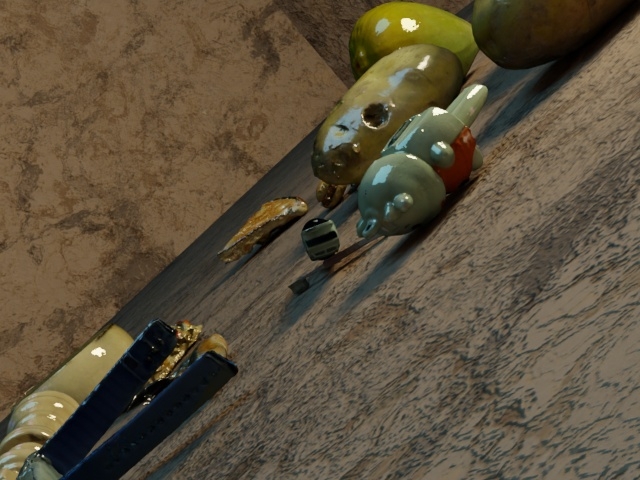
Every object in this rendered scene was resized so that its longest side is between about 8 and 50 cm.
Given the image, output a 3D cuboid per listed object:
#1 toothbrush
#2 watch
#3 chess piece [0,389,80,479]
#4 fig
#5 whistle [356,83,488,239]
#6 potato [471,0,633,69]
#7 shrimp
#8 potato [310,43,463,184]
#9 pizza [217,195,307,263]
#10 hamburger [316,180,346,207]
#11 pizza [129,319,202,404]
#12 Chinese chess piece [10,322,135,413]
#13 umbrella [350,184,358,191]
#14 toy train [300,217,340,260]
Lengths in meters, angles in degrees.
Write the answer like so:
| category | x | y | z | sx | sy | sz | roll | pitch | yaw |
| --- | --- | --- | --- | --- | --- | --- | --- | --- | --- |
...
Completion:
| category | x | y | z | sx | sy | sz | roll | pitch | yaw |
| --- | --- | --- | --- | --- | --- | --- | --- | --- | --- |
| toothbrush | 0.023 | 0.023 | 1.608 | 0.194 | 0.017 | 0.014 | -35 | -3 | 41 |
| watch | -0.224 | 0.217 | 1.448 | 0.274 | 0.068 | 0.276 | -47 | 16 | -11 |
| chess piece | -0.389 | 0.301 | 1.757 | 0.117 | 0.117 | 0.397 | -41 | 9 | 0 |
| fig | 0.166 | -0.323 | 2.324 | 0.230 | 0.207 | 0.207 | 7 | -24 | -33 |
| whistle | 0.116 | -0.086 | 1.439 | 0.101 | 0.106 | 0.253 | 7 | 48 | 38 |
| potato | 0.299 | -0.327 | 1.658 | 0.266 | 0.229 | 0.229 | -59 | 12 | -16 |
| shrimp | -0.172 | 0.176 | 1.584 | 0.152 | 0.046 | 0.219 | -42 | 8 | -4 |
| potato | 0.101 | -0.187 | 2.013 | 0.296 | 0.141 | 0.191 | -43 | 23 | -21 |
| pizza | -0.114 | -0.016 | 2.471 | 0.195 | 0.052 | 0.185 | -39 | 13 | -18 |
| hamburger | 0.020 | -0.090 | 2.193 | 0.076 | 0.044 | 0.083 | -59 | 10 | 9 |
| pizza | -0.256 | 0.179 | 1.985 | 0.199 | 0.062 | 0.188 | -44 | 10 | -36 |
| Chinese chess piece | -0.426 | 0.255 | 2.285 | 0.251 | 0.097 | 0.251 | -40 | 6 | 5 |
| umbrella | 0.064 | -0.127 | 2.251 | 0.269 | 0.044 | 0.044 | -77 | 9 | -76 |
| toy train | 0.000 | 0.000 | 1.631 | 0.043 | 0.047 | 0.207 | -22 | -4 | -1 |
